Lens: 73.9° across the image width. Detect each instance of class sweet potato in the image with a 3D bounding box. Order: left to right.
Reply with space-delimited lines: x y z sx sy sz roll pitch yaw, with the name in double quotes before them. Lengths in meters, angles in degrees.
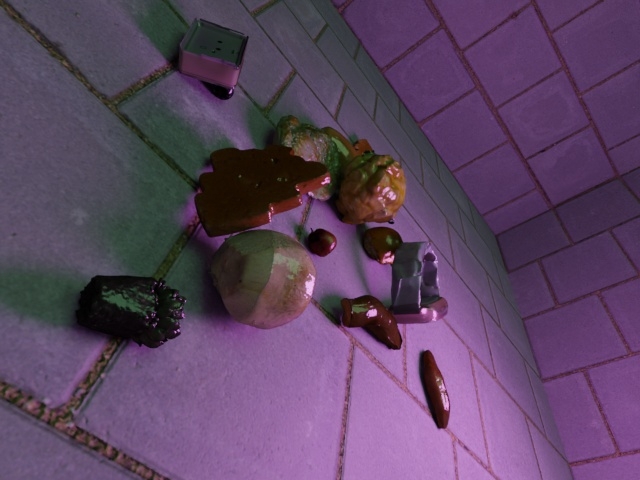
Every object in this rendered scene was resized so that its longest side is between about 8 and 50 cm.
"sweet potato" 0.141 0.220 1.142 0.286 0.085 0.112 46 63 -45
"sweet potato" 0.347 0.431 1.288 0.255 0.058 0.078 -95 159 -44

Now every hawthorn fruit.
"hawthorn fruit" 0.004 0.005 1.122 0.077 0.077 0.077 39 34 -33

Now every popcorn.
"popcorn" 0.163 -0.152 1.354 0.215 0.252 0.286 55 19 20

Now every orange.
"orange" 0.220 0.014 1.434 0.160 0.112 0.170 48 18 -20

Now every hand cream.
"hand cream" -0.258 -0.451 1.162 0.086 0.055 0.235 36 30 -33

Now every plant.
"plant" -0.255 0.095 0.595 0.143 0.092 0.094 25 35 -38

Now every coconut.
"coconut" -0.093 0.072 0.783 0.194 0.194 0.194 39 34 -33

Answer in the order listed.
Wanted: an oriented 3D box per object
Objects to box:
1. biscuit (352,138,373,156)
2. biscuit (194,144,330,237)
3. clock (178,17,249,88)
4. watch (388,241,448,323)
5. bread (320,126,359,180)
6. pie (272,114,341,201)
"biscuit" 0.193 -0.345 1.798 0.212 0.041 0.239 30 39 -33
"biscuit" -0.143 -0.103 0.861 0.306 0.284 0.043 -58 155 -42
"clock" -0.268 -0.474 1.073 0.147 0.071 0.192 13 44 -14
"watch" 0.303 0.122 1.329 0.253 0.161 0.241 -4 88 -61
"bread" 0.067 -0.308 1.499 0.217 0.098 0.147 46 27 -26
"pie" -0.035 -0.239 1.259 0.274 0.105 0.257 20 56 -50
